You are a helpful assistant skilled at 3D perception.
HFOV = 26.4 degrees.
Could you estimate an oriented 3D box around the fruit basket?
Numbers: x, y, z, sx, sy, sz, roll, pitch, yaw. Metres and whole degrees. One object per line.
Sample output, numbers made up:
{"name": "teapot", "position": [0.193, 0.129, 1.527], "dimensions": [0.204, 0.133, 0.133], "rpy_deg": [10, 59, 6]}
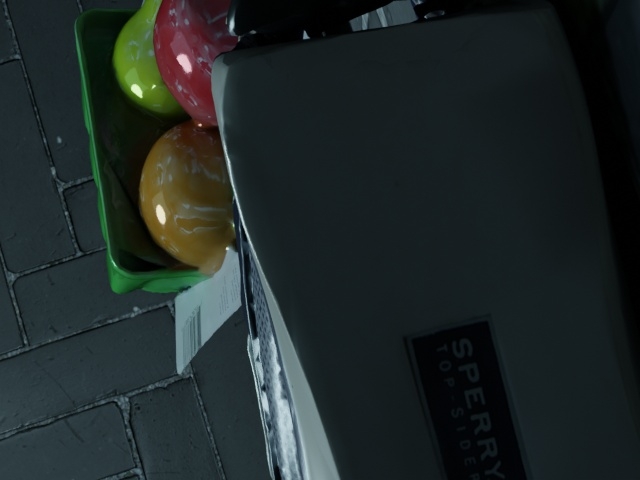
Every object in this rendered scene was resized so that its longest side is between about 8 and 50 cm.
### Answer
{"name": "fruit basket", "position": [-0.070, -0.108, 1.028], "dimensions": [0.353, 0.165, 0.327], "rpy_deg": [-44, 53, 52]}

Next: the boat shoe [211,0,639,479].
{"name": "boat shoe", "position": [0.048, 0.065, 0.437], "dimensions": [0.158, 0.127, 0.341], "rpy_deg": [-92, -7, -74]}
